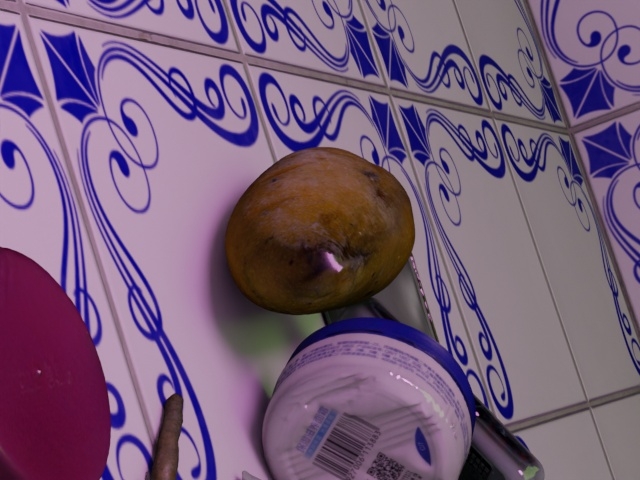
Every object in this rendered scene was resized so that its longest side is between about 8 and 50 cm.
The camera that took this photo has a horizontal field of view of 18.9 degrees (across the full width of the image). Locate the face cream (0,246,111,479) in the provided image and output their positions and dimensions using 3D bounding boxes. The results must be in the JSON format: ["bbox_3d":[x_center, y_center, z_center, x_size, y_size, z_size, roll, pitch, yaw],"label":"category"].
[{"bbox_3d":[-0.259,0.114,1.241,0.175,0.195,0.175,50,28,-39],"label":"face cream"}]

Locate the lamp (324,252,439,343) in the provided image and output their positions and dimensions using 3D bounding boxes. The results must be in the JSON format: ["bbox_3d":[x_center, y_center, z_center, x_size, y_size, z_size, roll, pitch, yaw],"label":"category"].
[{"bbox_3d":[0.085,0.126,2.303,0.269,0.047,0.266,0,70,-68],"label":"lamp"}]

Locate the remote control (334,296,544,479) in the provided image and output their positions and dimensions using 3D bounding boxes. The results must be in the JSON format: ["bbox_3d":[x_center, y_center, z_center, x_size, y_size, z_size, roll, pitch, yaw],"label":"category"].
[{"bbox_3d":[0.111,0.190,2.041,0.056,0.140,0.296,-19,54,-40],"label":"remote control"}]

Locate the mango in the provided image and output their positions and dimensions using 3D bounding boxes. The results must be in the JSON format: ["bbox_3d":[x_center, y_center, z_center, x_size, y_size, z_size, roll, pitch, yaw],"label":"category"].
[{"bbox_3d":[-0.006,0.003,2.009,0.175,0.176,0.329,53,27,-8],"label":"mango"}]

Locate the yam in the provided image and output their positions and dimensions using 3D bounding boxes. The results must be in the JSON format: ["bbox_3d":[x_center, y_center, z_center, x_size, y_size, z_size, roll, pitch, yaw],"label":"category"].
[{"bbox_3d":[-0.141,0.216,1.685,0.234,0.029,0.027,-85,-170,-51],"label":"yam"}]

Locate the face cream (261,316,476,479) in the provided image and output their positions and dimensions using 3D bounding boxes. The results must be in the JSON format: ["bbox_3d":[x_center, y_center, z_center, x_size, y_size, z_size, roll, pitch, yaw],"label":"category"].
[{"bbox_3d":[0.047,0.189,1.921,0.206,0.206,0.111,62,23,-19],"label":"face cream"}]

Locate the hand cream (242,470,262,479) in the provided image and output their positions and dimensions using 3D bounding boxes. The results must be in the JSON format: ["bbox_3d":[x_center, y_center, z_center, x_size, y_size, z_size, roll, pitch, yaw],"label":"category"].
[{"bbox_3d":[-0.044,0.313,1.823,0.067,0.042,0.194,32,36,-46],"label":"hand cream"}]
